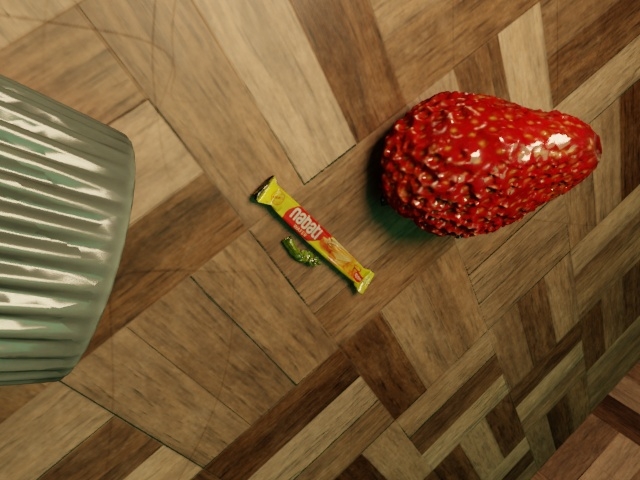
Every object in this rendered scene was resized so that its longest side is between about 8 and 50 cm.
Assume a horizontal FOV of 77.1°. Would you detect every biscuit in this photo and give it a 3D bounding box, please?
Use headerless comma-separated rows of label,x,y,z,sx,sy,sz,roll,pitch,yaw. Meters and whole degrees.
biscuit,0.000,0.000,0.665,0.048,0.026,0.292,-51,126,-6

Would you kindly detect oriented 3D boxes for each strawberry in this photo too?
strawberry,0.244,-0.107,0.628,0.261,0.257,0.261,-20,132,-24

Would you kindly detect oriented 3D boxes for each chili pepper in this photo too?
chili pepper,-0.032,0.021,0.660,0.083,0.022,0.027,39,90,-33

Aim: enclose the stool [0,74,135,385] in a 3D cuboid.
stool,-0.347,-0.029,0.292,0.330,0.297,0.297,17,101,-39
